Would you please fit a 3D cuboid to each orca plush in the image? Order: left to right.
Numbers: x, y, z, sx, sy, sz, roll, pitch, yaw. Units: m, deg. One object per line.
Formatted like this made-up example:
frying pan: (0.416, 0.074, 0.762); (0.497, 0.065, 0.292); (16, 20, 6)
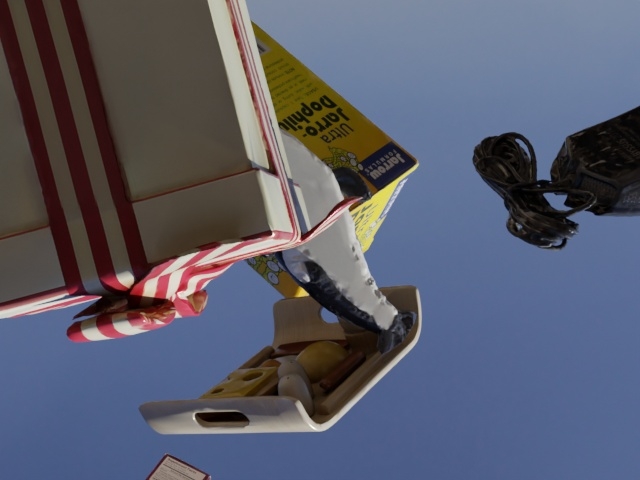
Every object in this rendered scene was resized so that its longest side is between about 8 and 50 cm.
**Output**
orca plush: (0.000, 0.000, 1.394); (0.151, 0.287, 0.102); (-52, -169, -20)

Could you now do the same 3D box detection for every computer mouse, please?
computer mouse: (0.278, -0.065, 1.037); (0.272, 0.072, 0.188); (-20, -150, 2)

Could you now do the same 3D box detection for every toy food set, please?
toy food set: (-0.040, 0.132, 1.404); (0.220, 0.092, 0.306); (-8, -165, 33)

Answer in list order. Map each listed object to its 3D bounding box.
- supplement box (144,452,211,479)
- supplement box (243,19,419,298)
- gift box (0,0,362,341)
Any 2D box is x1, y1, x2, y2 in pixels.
supplement box: (-0.120, 0.210, 0.896); (0.043, 0.055, 0.083); (24, -133, 18)
supplement box: (-0.079, -0.121, 1.686); (0.356, 0.194, 0.195); (41, -135, 13)
gift box: (-0.128, -0.067, 0.868); (0.276, 0.258, 0.255); (-14, 179, 11)
